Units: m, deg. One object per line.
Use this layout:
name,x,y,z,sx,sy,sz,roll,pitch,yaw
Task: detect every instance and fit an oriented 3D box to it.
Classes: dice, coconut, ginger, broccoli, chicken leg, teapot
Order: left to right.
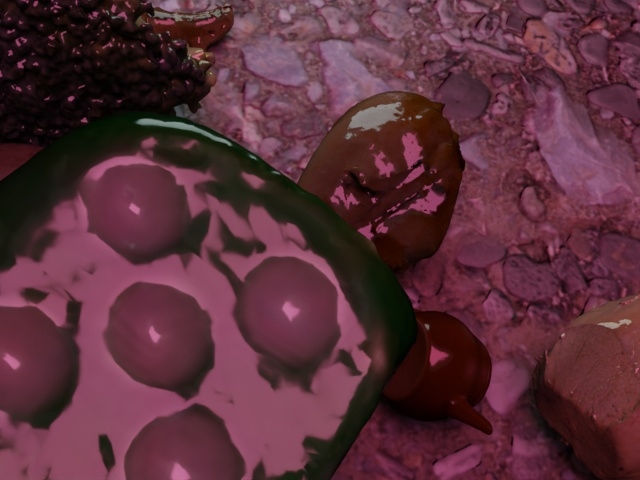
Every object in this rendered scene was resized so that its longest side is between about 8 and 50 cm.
broccoli,-0.267,-0.250,0.946,0.348,0.293,0.280,15,35,-10
dice,-0.119,0.109,0.680,0.287,0.297,0.300,34,68,7
ginger,-0.171,-0.256,1.091,0.137,0.044,0.057,-2,46,-13
chicken leg,0.000,0.000,0.947,0.201,0.152,0.429,36,70,23
teapot,0.122,0.126,0.919,0.116,0.116,0.173,-7,38,-14
coconut,0.324,0.142,0.901,0.194,0.194,0.194,4,63,-8

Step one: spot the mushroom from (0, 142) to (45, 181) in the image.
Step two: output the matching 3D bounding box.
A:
mushroom,-0.307,0.005,0.864,0.227,0.178,0.226,0,34,0
